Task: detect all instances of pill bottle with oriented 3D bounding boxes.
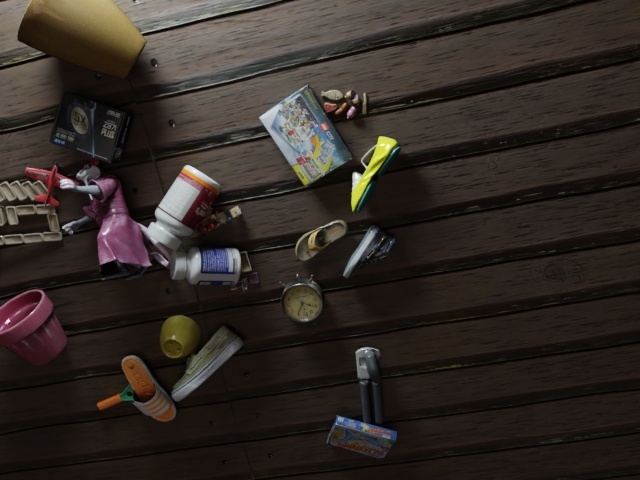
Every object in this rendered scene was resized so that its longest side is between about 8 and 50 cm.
[{"bbox_3d":[-0.384,-0.089,1.642,0.121,0.121,0.221,33,86,-7],"label":"pill bottle"},{"bbox_3d":[-0.335,0.074,1.702,0.187,0.112,0.112,3,113,-26],"label":"pill bottle"}]

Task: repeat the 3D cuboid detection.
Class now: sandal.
[{"bbox_3d":[-0.574,0.499,1.906,0.102,0.076,0.265,-26,107,12],"label":"sandal"},{"bbox_3d":[0.000,0.000,1.718,0.180,0.049,0.072,-31,105,14],"label":"sandal"}]

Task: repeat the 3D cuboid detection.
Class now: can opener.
[{"bbox_3d":[0.157,0.469,1.850,0.076,0.095,0.283,-4,109,6],"label":"can opener"}]

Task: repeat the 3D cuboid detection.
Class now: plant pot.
[{"bbox_3d":[-0.585,-0.534,1.495,0.254,0.237,0.237,31,110,-20],"label":"plant pot"},{"bbox_3d":[-0.450,0.316,1.843,0.134,0.095,0.134,1,109,4],"label":"plant pot"},{"bbox_3d":[-0.898,0.283,1.828,0.201,0.201,0.180,-20,123,11],"label":"plant pot"}]

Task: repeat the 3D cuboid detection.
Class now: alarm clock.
[{"bbox_3d":[-0.049,0.197,1.786,0.129,0.064,0.192,-12,106,8],"label":"alarm clock"}]

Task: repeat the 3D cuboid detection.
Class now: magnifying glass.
[{"bbox_3d":[-0.646,0.517,1.969,0.231,0.026,0.092,-24,106,13],"label":"magnifying glass"}]

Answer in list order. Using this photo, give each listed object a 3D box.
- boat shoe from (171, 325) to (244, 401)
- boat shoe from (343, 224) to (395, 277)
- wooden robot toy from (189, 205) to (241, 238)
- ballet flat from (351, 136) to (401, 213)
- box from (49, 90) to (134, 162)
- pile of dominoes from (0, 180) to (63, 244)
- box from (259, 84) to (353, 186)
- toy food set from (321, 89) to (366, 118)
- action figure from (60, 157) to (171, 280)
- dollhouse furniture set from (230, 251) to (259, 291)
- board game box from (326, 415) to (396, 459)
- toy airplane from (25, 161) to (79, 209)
[{"bbox_3d":[-0.374,0.391,1.873,0.302,0.109,0.094,-43,86,8],"label":"boat shoe"},{"bbox_3d":[0.142,0.049,1.716,0.083,0.065,0.183,30,108,-5],"label":"boat shoe"},{"bbox_3d":[-0.321,-0.072,1.710,0.173,0.076,0.079,-25,95,12],"label":"wooden robot toy"},{"bbox_3d":[0.135,-0.187,1.636,0.077,0.077,0.231,36,107,14],"label":"ballet flat"},{"bbox_3d":[-0.632,-0.311,1.627,0.180,0.077,0.147,20,98,-3],"label":"box"},{"bbox_3d":[-0.921,-0.088,1.779,0.251,0.040,0.195,-4,108,-3],"label":"pile of dominoes"},{"bbox_3d":[-0.037,-0.287,1.620,0.159,0.044,0.233,-30,105,14],"label":"box"},{"bbox_3d":[0.063,-0.370,1.595,0.122,0.019,0.077,-1,110,5],"label":"toy food set"},{"bbox_3d":[-0.583,-0.075,1.665,0.276,0.248,0.370,-13,83,-26],"label":"action figure"},{"bbox_3d":[-0.246,0.099,1.756,0.091,0.081,0.114,-12,108,8],"label":"dollhouse furniture set"},{"bbox_3d":[0.133,0.648,1.925,0.201,0.035,0.136,15,132,-1],"label":"board game box"},{"bbox_3d":[-0.793,-0.160,1.729,0.151,0.028,0.151,-5,109,-14],"label":"toy airplane"}]
